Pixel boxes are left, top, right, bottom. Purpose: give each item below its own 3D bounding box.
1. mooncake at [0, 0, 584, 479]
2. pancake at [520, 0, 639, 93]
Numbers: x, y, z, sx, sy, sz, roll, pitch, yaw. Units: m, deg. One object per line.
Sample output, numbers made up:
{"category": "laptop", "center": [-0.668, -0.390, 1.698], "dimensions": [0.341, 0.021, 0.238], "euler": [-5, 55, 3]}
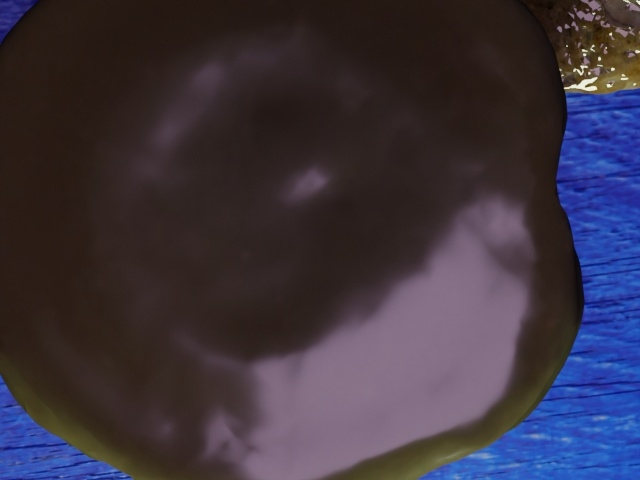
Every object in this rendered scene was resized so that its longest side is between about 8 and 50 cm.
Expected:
{"category": "mooncake", "center": [-0.028, -0.015, 1.271], "dimensions": [0.467, 0.262, 0.467], "euler": [0, 88, 8]}
{"category": "pancake", "center": [0.218, -0.294, 1.317], "dimensions": [0.386, 0.082, 0.387], "euler": [5, 107, 17]}
